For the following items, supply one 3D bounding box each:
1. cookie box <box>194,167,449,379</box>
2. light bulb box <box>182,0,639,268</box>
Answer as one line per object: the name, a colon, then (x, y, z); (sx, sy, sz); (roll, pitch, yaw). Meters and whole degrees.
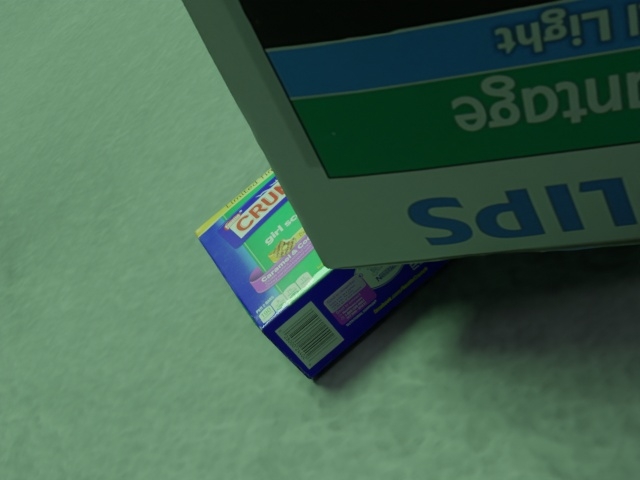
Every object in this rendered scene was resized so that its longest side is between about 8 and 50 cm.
cookie box: (0.000, 0.000, 0.588); (0.092, 0.040, 0.107); (-40, 31, -1)
light bulb box: (0.075, -0.239, 0.471); (0.225, 0.361, 0.358); (-5, 44, 25)
